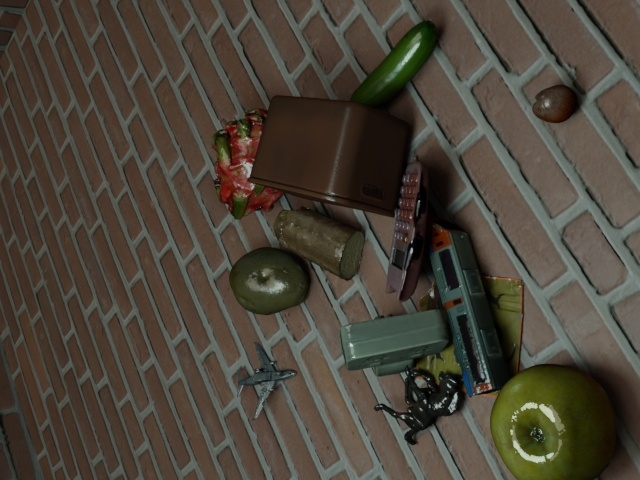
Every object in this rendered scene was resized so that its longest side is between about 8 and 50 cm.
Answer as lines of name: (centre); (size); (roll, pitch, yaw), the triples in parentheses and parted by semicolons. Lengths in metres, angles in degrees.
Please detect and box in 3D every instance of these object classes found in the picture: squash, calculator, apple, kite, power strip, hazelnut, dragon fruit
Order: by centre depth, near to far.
apple: (0.449, 0.367, 1.528); (0.260, 0.194, 0.261); (3, 94, 43)
hazelnut: (0.469, -0.274, 1.567); (0.086, 0.086, 0.086); (2, 93, 44)
kite: (0.338, 0.225, 1.758); (0.377, 0.013, 0.327); (-53, 58, 31)
power strip: (0.159, 0.216, 1.779); (0.261, 0.229, 0.141); (82, 177, -71)
calculator: (0.202, -0.030, 1.781); (0.220, 0.048, 0.330); (-127, 44, -84)
squash: (0.177, -0.400, 1.843); (0.292, 0.082, 0.082); (-44, 62, 38)
dragon fruit: (-0.179, -0.203, 2.100); (0.237, 0.231, 0.303); (33, 126, 27)

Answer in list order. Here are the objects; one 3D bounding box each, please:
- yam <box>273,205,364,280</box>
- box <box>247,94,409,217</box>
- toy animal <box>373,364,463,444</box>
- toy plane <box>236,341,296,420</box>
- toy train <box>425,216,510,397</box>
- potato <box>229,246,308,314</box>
yam: (-0.001, 0.000, 2.003); (0.238, 0.128, 0.129); (24, 74, 36)
box: (0.021, -0.207, 1.881); (0.339, 0.239, 0.230); (14, 92, 45)
toy animal: (0.232, 0.378, 1.812); (0.148, 0.084, 0.233); (46, 122, 25)
toy plane: (-0.160, 0.392, 2.219); (0.226, 0.058, 0.226); (-22, 60, 43)
toy train: (0.317, 0.130, 1.705); (0.089, 0.086, 0.410); (-26, 68, 38)
potato: (-0.140, 0.111, 2.127); (0.235, 0.160, 0.178); (8, 122, 30)
